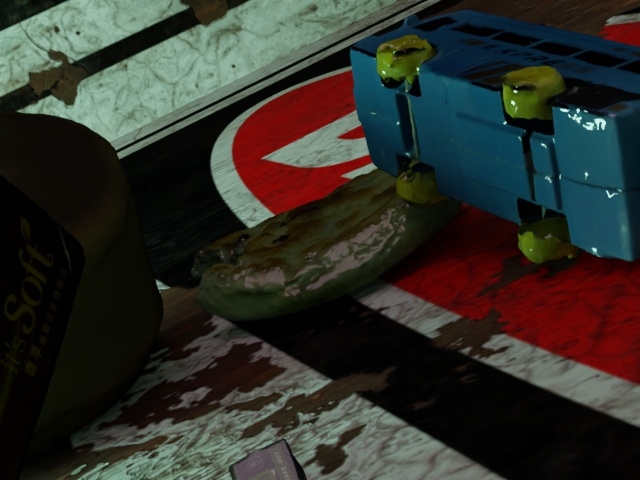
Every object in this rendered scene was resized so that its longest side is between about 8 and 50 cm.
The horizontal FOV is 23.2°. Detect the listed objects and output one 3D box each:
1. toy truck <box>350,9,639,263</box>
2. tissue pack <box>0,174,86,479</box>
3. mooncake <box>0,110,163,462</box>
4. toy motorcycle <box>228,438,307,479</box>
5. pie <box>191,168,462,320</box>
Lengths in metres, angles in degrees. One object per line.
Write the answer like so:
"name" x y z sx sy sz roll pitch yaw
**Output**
"toy truck" 0.180 -0.101 1.372 0.162 0.161 0.385 -23 25 -26
"tissue pack" -0.330 0.132 1.124 0.210 0.198 0.370 -10 52 29
"mooncake" -0.355 0.064 1.509 0.394 0.246 0.393 -18 27 -10
"toy motorcycle" -0.078 0.194 0.952 0.173 0.100 0.058 -27 44 3
"pie" 0.008 -0.003 1.573 0.302 0.067 0.302 -23 14 6
